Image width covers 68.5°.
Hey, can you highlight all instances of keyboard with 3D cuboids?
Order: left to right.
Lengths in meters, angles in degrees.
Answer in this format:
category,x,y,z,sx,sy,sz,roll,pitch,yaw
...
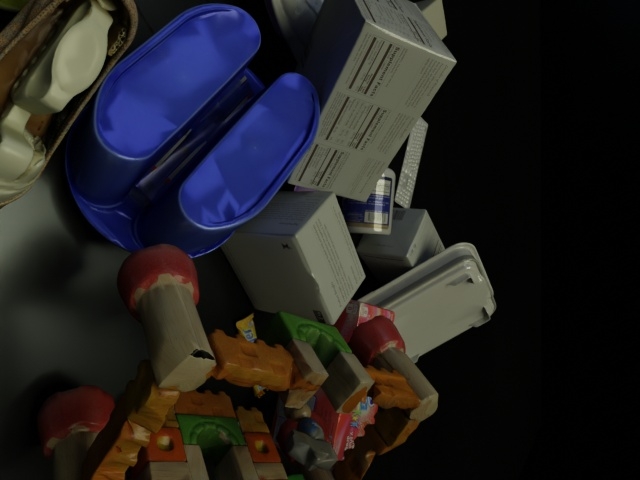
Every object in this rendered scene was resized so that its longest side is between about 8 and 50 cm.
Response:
category,x,y,z,sx,sy,sz,roll,pitch,yaw
keyboard,0.243,-0.211,1.252,0.072,0.014,0.256,28,72,-50

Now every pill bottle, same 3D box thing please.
category,x,y,z,sx,sy,sz,roll,pitch,yaw
pill bottle,0.103,-0.107,1.008,0.112,0.112,0.187,5,90,-52

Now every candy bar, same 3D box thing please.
category,x,y,z,sx,sy,sz,roll,pitch,yaw
candy bar,-0.119,0.207,0.839,0.040,0.018,0.162,-30,117,-46

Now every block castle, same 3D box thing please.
category,x,y,z,sx,sy,sz,roll,pitch,yaw
block castle,-0.091,0.208,0.632,0.453,0.213,0.303,23,107,-39

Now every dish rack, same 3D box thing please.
category,x,y,z,sx,sy,sz,roll,pitch,yaw
dish rack,0.252,0.174,1.096,0.332,0.072,0.285,-32,132,7

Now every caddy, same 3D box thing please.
category,x,y,z,sx,sy,sz,roll,pitch,yaw
caddy,-0.161,-0.135,0.621,0.241,0.179,0.341,45,58,-19

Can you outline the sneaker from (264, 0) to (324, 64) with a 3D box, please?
category,x,y,z,sx,sy,sz,roll,pitch,yaw
sneaker,0.004,-0.371,0.809,0.305,0.152,0.114,54,19,-47

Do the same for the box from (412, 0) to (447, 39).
category,x,y,z,sx,sy,sz,roll,pitch,yaw
box,0.183,-0.456,1.069,0.275,0.113,0.094,-48,130,-36

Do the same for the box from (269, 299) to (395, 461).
category,x,y,z,sx,sy,sz,roll,pitch,yaw
box,0.025,0.266,0.925,0.142,0.154,0.300,24,75,-51

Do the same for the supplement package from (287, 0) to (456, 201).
category,x,y,z,sx,sy,sz,roll,pitch,yaw
supplement package,0.050,-0.232,0.732,0.145,0.262,0.204,12,43,-23

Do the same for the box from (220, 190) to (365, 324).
category,x,y,z,sx,sy,sz,roll,pitch,yaw
box,-0.048,0.024,0.775,0.119,0.181,0.181,-51,131,-38

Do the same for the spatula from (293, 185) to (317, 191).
category,x,y,z,sx,sy,sz,roll,pitch,yaw
spatula,0.000,0.000,0.955,0.084,0.030,0.297,-42,126,-40

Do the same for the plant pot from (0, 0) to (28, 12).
category,x,y,z,sx,sy,sz,roll,pitch,yaw
plant pot,-0.271,-0.413,0.406,0.275,0.274,0.294,-49,115,-36

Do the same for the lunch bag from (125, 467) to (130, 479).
category,x,y,z,sx,sy,sz,roll,pitch,yaw
lunch bag,-0.262,0.386,0.617,0.128,0.096,0.151,12,75,-52

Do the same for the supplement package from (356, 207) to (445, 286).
category,x,y,z,sx,sy,sz,roll,pitch,yaw
supplement package,0.213,0.047,1.146,0.244,0.139,0.134,53,56,-43

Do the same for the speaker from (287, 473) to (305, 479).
category,x,y,z,sx,sy,sz,roll,pitch,yaw
speaker,-0.032,0.617,0.915,0.131,0.131,0.297,-23,112,-49

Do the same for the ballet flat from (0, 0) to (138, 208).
category,x,y,z,sx,sy,sz,roll,pitch,yaw
ballet flat,-0.280,-0.123,0.436,0.316,0.106,0.107,-56,144,2
